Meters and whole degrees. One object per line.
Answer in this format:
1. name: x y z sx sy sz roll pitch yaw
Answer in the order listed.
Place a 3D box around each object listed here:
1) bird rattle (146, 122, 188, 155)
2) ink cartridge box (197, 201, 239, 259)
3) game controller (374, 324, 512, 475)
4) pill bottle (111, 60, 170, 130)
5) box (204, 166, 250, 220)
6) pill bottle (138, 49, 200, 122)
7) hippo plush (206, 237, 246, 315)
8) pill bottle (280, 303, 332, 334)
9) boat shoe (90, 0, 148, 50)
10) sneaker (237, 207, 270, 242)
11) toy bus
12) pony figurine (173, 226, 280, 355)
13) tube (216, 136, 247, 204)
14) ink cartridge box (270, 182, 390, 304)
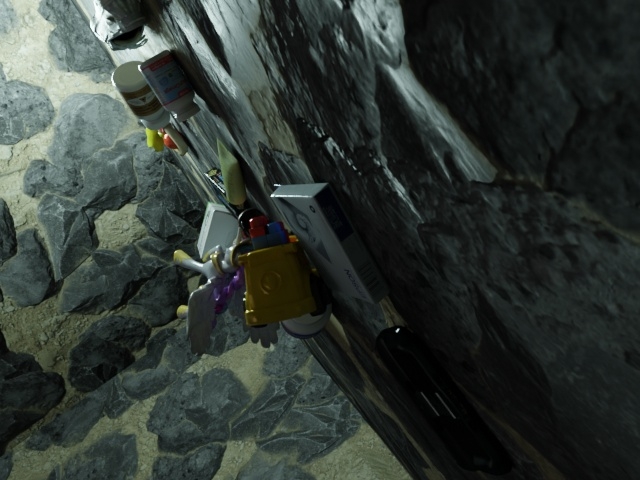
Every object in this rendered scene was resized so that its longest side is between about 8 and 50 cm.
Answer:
1. bird rattle: -0.618 -0.445 1.991 0.207 0.143 0.253 44 156 -6
2. ink cartridge box: -0.405 -0.035 1.929 0.115 0.198 0.273 14 -174 -19
3. game controller: 0.222 0.297 0.912 0.319 0.067 0.166 53 153 6
4. pill bottle: -0.618 -0.500 1.704 0.131 0.131 0.229 48 167 26
5. box: -0.308 -0.146 1.684 0.220 0.051 0.175 39 161 50
6. pill bottle: -0.368 -0.378 1.200 0.160 0.087 0.087 60 167 -26
7. hippo plush: -0.295 0.117 1.730 0.234 0.237 0.294 51 144 8
8. pill bottle: -0.046 0.201 1.402 0.152 0.152 0.272 52 168 11
9. boat shoe: -0.479 -0.517 1.183 0.103 0.118 0.320 62 159 -14
10. sneaker: -0.165 0.025 1.502 0.276 0.098 0.135 59 167 -10
11. toy bus: -0.078 0.051 0.965 0.220 0.150 0.211 -15 -90 -80
12. pony figurine: -0.306 0.157 1.462 0.364 0.303 0.350 -13 79 46
13. tube: -0.243 -0.183 1.350 0.070 0.062 0.240 9 154 2
14. ink cartridge box: 0.000 0.000 0.870 0.223 0.045 0.224 59 159 -20
